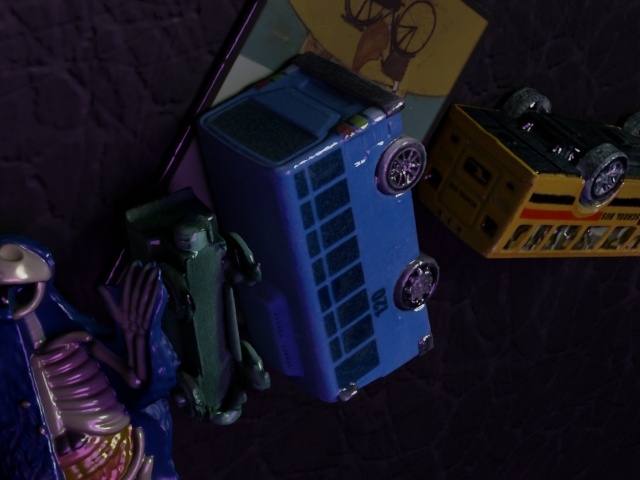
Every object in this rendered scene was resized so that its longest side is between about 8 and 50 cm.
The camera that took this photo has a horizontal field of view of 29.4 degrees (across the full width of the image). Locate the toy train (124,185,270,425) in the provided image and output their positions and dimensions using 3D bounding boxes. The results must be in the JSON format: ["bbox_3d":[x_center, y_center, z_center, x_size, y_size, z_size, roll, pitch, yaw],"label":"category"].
[{"bbox_3d":[-0.086,0.048,0.838,0.070,0.099,0.172,-23,129,-26],"label":"toy train"}]

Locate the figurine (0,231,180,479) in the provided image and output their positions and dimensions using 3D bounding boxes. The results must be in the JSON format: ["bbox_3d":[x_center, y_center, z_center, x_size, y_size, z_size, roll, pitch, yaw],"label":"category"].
[{"bbox_3d":[-0.169,0.101,0.807,0.164,0.121,0.262,-4,117,-1],"label":"figurine"}]

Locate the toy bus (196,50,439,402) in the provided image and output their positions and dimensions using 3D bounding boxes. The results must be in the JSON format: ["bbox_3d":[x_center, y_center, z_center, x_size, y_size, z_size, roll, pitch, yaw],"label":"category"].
[{"bbox_3d":[0.000,0.000,0.885,0.133,0.116,0.234,-33,133,-25],"label":"toy bus"}]

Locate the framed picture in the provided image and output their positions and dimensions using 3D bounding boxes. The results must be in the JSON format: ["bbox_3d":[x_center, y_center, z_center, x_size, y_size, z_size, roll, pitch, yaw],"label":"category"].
[{"bbox_3d":[-0.007,-0.073,0.926,0.244,0.013,0.324,22,98,-50],"label":"framed picture"}]

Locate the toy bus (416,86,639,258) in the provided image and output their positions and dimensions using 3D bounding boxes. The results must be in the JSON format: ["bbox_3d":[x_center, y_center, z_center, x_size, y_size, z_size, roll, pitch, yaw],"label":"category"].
[{"bbox_3d":[0.240,-0.052,1.111,0.335,0.121,0.123,1,124,-46],"label":"toy bus"}]
